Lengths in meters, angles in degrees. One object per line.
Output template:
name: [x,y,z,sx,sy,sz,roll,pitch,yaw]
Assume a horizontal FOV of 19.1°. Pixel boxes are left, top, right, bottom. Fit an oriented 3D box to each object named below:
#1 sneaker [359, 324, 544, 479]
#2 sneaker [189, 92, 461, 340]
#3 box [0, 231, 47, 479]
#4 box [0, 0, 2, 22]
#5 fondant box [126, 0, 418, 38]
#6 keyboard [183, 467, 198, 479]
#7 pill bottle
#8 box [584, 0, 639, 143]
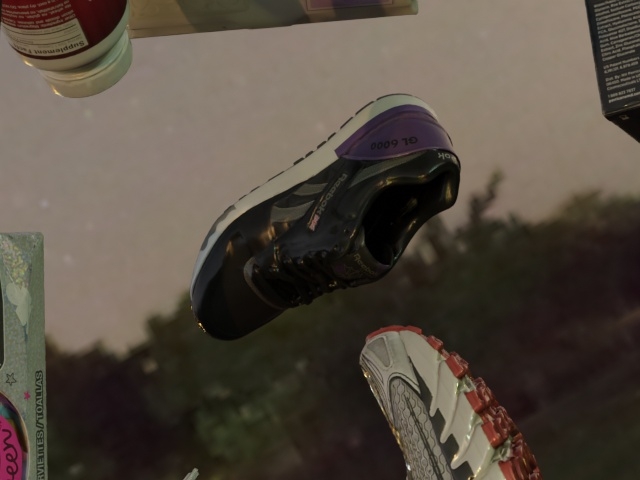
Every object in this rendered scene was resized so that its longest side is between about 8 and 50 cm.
sneaker: [0.043,0.136,0.648,0.092,0.225,0.088,-16,-21,11]
sneaker: [0.000,0.000,1.641,0.283,0.107,0.124,-43,35,14]
box: [-0.299,0.117,1.376,0.163,0.247,0.142,-3,-1,37]
box: [-0.210,-0.089,1.003,0.029,0.162,0.116,6,6,20]
fondant box: [-0.050,-0.331,1.571,0.238,0.330,0.096,-5,-30,2]
keyboard: [-0.138,0.225,1.152,0.072,0.014,0.256,-59,-3,31]
pill bottle: [-0.174,-0.167,1.234,0.086,0.086,0.152,-29,-40,-7]
box: [0.288,-0.165,1.568,0.093,0.158,0.156,-15,-19,25]
